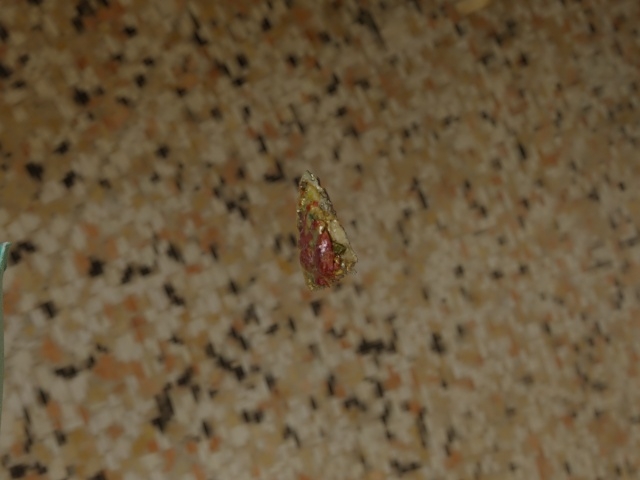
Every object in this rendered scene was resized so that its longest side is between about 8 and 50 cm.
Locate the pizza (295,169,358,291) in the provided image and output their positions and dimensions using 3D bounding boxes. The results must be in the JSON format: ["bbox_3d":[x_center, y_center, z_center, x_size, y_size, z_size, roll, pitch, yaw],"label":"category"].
[{"bbox_3d":[-0.007,-0.009,1.411,0.029,0.100,0.099,-13,83,-23],"label":"pizza"}]

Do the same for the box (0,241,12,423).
[{"bbox_3d":[-0.323,0.087,0.859,0.311,0.205,0.118,7,44,-6],"label":"box"}]
